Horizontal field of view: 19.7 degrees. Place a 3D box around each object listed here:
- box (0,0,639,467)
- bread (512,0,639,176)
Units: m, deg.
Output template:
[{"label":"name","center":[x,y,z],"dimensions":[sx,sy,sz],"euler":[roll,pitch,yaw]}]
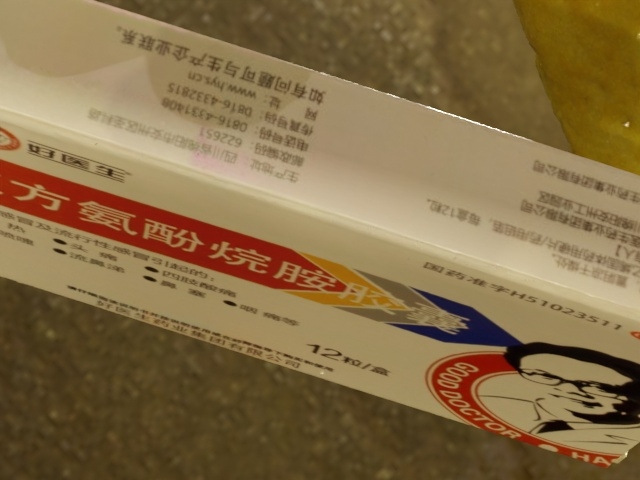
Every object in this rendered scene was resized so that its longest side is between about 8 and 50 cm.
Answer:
[{"label":"box","center":[0.000,0.000,0.804],"dimensions":[0.353,0.214,0.069],"euler":[16,70,-3]},{"label":"bread","center":[0.311,-0.191,1.063],"dimensions":[0.233,0.362,0.245],"euler":[-30,100,-40]}]
